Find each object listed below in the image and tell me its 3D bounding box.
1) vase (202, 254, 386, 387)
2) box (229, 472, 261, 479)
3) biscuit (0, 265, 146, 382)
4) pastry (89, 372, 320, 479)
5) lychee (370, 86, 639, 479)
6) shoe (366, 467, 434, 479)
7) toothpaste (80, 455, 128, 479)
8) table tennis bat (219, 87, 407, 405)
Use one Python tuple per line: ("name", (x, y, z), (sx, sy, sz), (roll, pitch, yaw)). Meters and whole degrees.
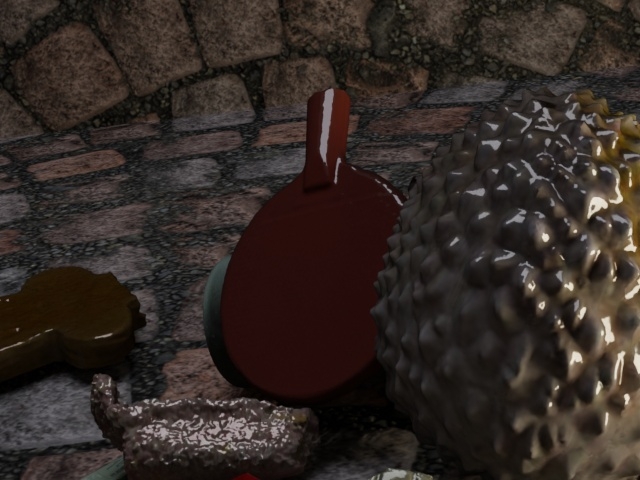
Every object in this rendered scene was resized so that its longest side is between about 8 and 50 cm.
("vase", (0.012, 0.095, 1.635), (0.291, 0.245, 0.245), (-9, 16, 21))
("box", (-0.112, 0.302, 1.302), (0.175, 0.048, 0.112), (-21, 22, -35))
("biscuit", (-0.456, 0.153, 1.871), (0.394, 0.076, 0.368), (-19, 21, -24))
("pastry", (-0.135, 0.225, 1.432), (0.265, 0.103, 0.112), (7, 53, 5))
("lychee", (0.235, 0.061, 1.272), (0.380, 0.432, 0.380), (1, 26, -1))
("shoe", (0.132, 0.291, 1.202), (0.228, 0.125, 0.099), (17, 57, 1))
("toothpaste", (-0.193, 0.250, 1.528), (0.197, 0.029, 0.048), (-24, 21, -34))
("table tennis bat", (0.000, 0.000, 1.534), (0.268, 0.051, 0.414), (-13, 57, 27))
